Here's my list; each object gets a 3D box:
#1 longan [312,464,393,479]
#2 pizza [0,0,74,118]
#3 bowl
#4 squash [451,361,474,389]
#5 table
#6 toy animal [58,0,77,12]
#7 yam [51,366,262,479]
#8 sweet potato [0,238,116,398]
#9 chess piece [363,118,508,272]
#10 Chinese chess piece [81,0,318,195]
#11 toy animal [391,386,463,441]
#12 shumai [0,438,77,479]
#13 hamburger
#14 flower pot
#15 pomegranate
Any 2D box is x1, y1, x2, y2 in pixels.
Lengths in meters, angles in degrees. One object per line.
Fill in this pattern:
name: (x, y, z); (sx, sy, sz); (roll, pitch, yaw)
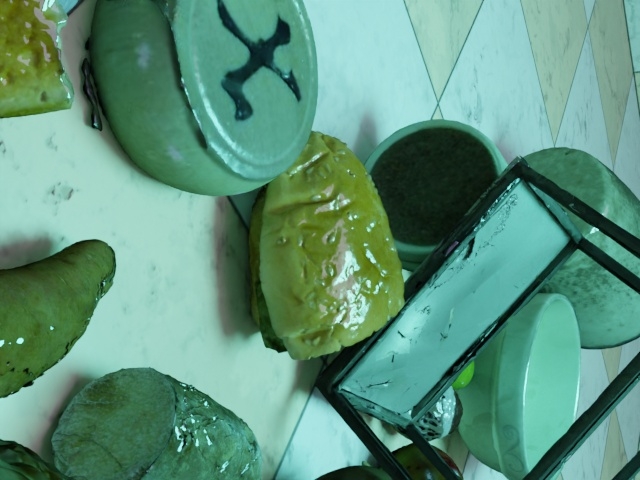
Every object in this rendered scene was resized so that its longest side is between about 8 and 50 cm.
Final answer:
longan: (0.025, 0.329, 0.801); (0.220, 0.196, 0.197); (-1, 91, -64)
pizza: (-0.228, -0.187, 0.380); (0.289, 0.081, 0.229); (24, 96, -28)
bowl: (0.307, 0.234, 1.308); (0.307, 0.163, 0.307); (-3, 93, -60)
squash: (0.144, 0.132, 1.108); (0.292, 0.082, 0.082); (45, 53, -49)
table: (0.229, 0.145, 0.867); (0.335, 0.272, 0.222); (-49, 140, 5)
toy animal: (-0.213, -0.153, 0.493); (0.195, 0.090, 0.324); (-1, 97, -36)
yam: (-0.117, 0.168, 0.648); (0.183, 0.107, 0.107); (48, 50, -54)
sweet potato: (-0.224, 0.042, 0.457); (0.124, 0.098, 0.310); (-57, 159, 4)
chess piece: (0.173, -0.008, 1.080); (0.299, 0.194, 0.195); (52, 47, -59)
Chinese chess piece: (-0.092, -0.150, 0.696); (0.237, 0.092, 0.238); (-3, 94, -59)
toy animal: (0.132, 0.218, 1.079); (0.137, 0.098, 0.098); (33, 62, -48)
shumai: (-0.151, 0.315, 0.388); (0.348, 0.395, 0.395); (-46, 132, -23)
hamburger: (0.000, 0.000, 0.800); (0.155, 0.135, 0.208); (-32, 122, -62)
flower pot: (0.455, 0.005, 1.468); (0.330, 0.293, 0.294); (39, 57, -44)
pomegranate: (0.110, 0.315, 1.033); (0.159, 0.129, 0.129); (33, 53, -10)
